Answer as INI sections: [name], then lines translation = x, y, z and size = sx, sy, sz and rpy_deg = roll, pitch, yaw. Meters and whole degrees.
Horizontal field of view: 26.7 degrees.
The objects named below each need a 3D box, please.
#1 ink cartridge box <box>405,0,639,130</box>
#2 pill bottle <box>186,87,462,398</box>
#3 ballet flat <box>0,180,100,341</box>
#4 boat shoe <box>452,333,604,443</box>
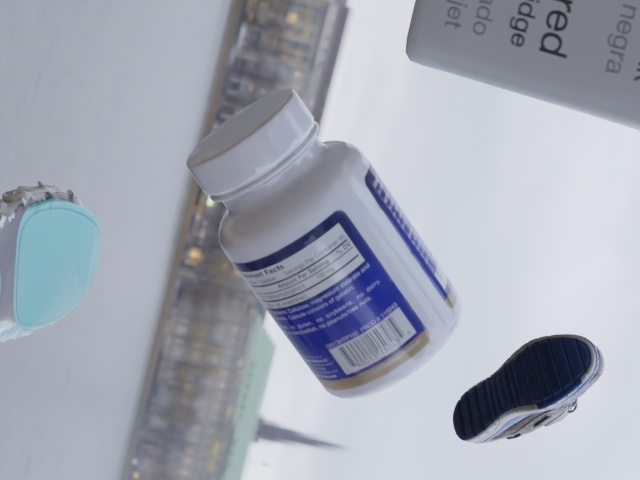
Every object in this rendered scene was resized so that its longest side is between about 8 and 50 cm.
[ink cartridge box]
translation = 0.193, -0.113, 0.363
size = 0.121, 0.289, 0.211
rpy_deg = -12, 119, -58
[pill bottle]
translation = 0.000, 0.000, 0.878
size = 0.112, 0.187, 0.112
rpy_deg = -31, -162, 11
[ballet flat]
translation = -0.315, 0.021, 1.157
size = 0.409, 0.147, 0.147
rpy_deg = -36, 142, -76
[boat shoe]
translation = 0.203, 0.138, 1.252
size = 0.183, 0.066, 0.066
rpy_deg = -36, -128, 46
